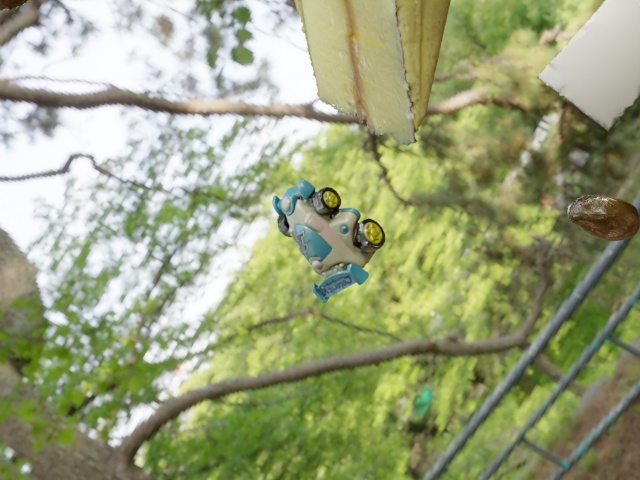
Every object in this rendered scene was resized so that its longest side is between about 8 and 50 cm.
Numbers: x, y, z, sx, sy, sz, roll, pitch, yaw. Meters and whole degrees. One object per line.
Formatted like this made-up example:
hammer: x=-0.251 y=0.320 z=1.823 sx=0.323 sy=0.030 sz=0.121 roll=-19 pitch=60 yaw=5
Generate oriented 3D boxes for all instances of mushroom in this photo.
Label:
mushroom: x=0.483 y=-0.036 z=1.809 sx=0.123 sy=0.123 sz=0.052 roll=104 pitch=-175 yaw=-68

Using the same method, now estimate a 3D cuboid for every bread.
bread: x=0.039 y=-0.390 z=1.766 sx=0.346 sy=0.242 sz=0.405 roll=6 pitch=73 yaw=56

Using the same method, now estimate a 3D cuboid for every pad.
pad: x=0.534 y=-0.333 z=1.902 sx=0.245 sy=0.170 sz=0.006 roll=-48 pitch=-19 yaw=-3

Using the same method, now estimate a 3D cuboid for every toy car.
toy car: x=0.000 y=0.000 z=1.484 sx=0.126 sy=0.161 sz=0.098 roll=-29 pitch=28 yaw=43

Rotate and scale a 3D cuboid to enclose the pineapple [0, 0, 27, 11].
pineapple: x=-0.573 y=-0.466 z=1.693 sx=0.130 sy=0.277 sz=0.119 roll=-55 pitch=-22 yaw=-18
